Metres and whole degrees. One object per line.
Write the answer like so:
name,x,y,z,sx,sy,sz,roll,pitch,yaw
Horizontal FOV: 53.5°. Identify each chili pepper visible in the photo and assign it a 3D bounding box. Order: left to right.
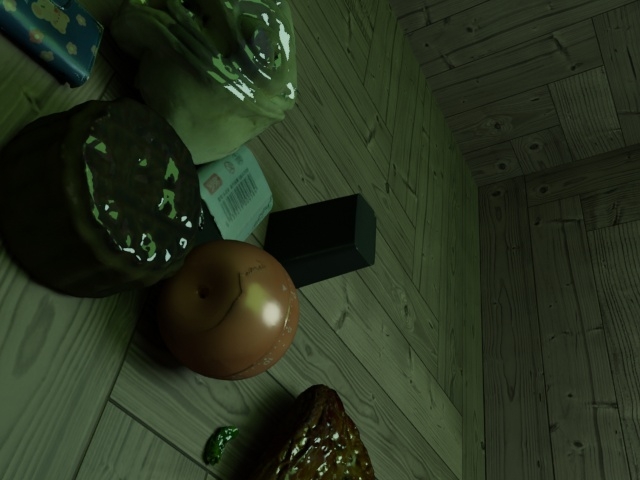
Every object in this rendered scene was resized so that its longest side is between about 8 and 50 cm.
chili pepper,-0.175,0.355,1.108,0.091,0.034,0.030,-51,155,-59

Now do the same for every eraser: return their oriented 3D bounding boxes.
eraser,-0.186,-0.076,1.247,0.174,0.081,0.227,68,26,-22

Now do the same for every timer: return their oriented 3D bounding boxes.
timer,-0.150,0.114,1.051,0.215,0.229,0.230,51,33,-63

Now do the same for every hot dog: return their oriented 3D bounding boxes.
hot dog,-0.010,0.445,1.210,0.267,0.174,0.387,65,29,-14

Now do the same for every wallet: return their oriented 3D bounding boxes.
wallet,-0.423,-0.344,0.950,0.202,0.059,0.141,42,39,-47

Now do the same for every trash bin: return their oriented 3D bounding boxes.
trash bin,0.000,0.000,1.404,0.115,0.225,0.165,47,38,-42

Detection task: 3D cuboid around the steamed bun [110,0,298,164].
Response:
steamed bun,-0.180,-0.341,1.130,0.352,0.247,0.339,-42,107,-26

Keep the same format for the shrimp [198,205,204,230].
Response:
shrimp,-0.242,-0.026,1.119,0.034,0.091,0.161,-131,-160,-63

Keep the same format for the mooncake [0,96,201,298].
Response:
mooncake,-0.301,-0.063,0.927,0.290,0.161,0.290,36,48,-53
